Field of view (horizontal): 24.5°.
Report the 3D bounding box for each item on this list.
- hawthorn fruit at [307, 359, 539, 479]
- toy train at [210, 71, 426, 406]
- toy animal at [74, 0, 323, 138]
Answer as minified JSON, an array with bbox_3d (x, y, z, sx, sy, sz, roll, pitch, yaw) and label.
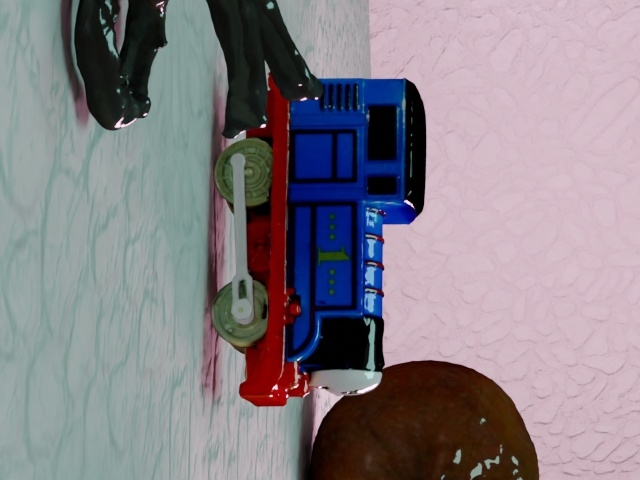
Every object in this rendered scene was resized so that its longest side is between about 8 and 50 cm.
[{"bbox_3d":[0.102,0.247,1.530,0.262,0.258,0.258,-153,-121,-62],"label":"hawthorn fruit"},{"bbox_3d":[0.000,0.000,0.922,0.083,0.131,0.204,67,24,-79],"label":"toy train"},{"bbox_3d":[-0.053,-0.121,0.596,0.233,0.084,0.148,-52,141,-76],"label":"toy animal"}]
